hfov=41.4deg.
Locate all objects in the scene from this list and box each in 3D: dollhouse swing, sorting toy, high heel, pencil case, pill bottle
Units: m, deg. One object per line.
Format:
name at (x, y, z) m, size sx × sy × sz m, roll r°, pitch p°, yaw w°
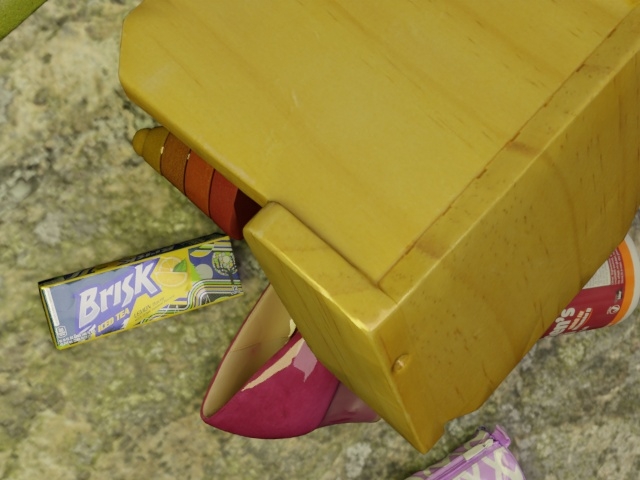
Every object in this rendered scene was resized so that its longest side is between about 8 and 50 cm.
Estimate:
dollhouse swing at (0.064, -0.084, 0.705) m, size 0.347 × 0.305 × 0.315 m, roll -46°, pitch 146°, yaw -15°
sorting toy at (-0.071, -0.189, 0.774) m, size 0.126 × 0.127 × 0.365 m, roll 17°, pitch 82°, yaw 9°
high heel at (0.000, 0.000, 0.771) m, size 0.181 × 0.127 × 0.377 m, roll 3°, pitch 94°, yaw -32°
pencil case at (0.113, 0.268, 0.851) m, size 0.206 × 0.086 × 0.088 m, roll -29°, pitch 136°, yaw -19°
pill bottle at (0.201, 0.042, 0.859) m, size 0.221 × 0.121 × 0.121 m, roll -7°, pitch 95°, yaw -21°

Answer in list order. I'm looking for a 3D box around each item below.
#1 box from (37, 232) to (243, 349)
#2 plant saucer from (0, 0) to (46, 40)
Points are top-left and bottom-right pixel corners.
box at (-0.160, 0.043, 0.755) m, size 0.169 × 0.054 × 0.059 m, roll -16°, pitch 98°, yaw -19°
plant saucer at (-0.279, -0.289, 0.701) m, size 0.188 × 0.045 × 0.188 m, roll -47°, pitch 107°, yaw -13°
